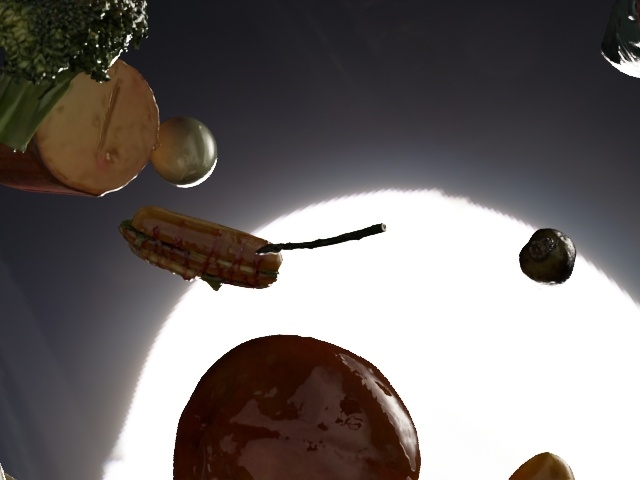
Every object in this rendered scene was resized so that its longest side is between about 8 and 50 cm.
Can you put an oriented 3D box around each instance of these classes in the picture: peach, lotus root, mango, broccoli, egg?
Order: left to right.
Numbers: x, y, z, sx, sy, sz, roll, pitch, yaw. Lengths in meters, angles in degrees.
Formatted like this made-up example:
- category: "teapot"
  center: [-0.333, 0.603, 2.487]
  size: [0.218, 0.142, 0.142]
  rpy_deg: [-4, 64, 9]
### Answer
- category: "broccoli"
  center: [-0.413, -0.308, 1.985]
  size: [0.249, 0.302, 0.375]
  rpy_deg: [51, 178, -24]
- category: "egg"
  center: [-0.231, -0.149, 2.362]
  size: [0.114, 0.114, 0.152]
  rpy_deg: [42, -167, -29]
- category: "peach"
  center: [-0.045, 0.297, 1.906]
  size: [0.302, 0.343, 0.342]
  rpy_deg: [29, -146, -38]
- category: "mango"
  center: [0.325, 0.412, 2.067]
  size: [0.102, 0.141, 0.217]
  rpy_deg: [-64, -20, -70]
- category: "lotus root"
  center: [0.350, 0.032, 2.144]
  size: [0.080, 0.089, 0.179]
  rpy_deg: [40, 176, 21]

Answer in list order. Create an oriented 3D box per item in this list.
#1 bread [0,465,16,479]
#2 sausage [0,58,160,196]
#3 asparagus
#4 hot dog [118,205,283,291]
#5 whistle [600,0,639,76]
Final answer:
- category: "bread"
  center: [-0.379, 0.391, 1.469]
  size: [0.329, 0.245, 0.423]
  rpy_deg: [41, 152, 44]
- category: "sausage"
  center: [-0.433, -0.193, 2.297]
  size: [0.233, 0.287, 0.233]
  rpy_deg: [-2, -86, -37]
- category: "asparagus"
  center: [0.000, 0.000, 1.544]
  size: [0.016, 0.163, 0.016]
  rpy_deg: [58, -145, -34]
- category: "hot dog"
  center: [-0.181, 0.019, 2.074]
  size: [0.250, 0.104, 0.076]
  rpy_deg: [16, -133, -3]
- category: "whistle"
  center: [0.311, -0.192, 1.163]
  size: [0.189, 0.189, 0.348]
  rpy_deg: [49, 169, -15]
